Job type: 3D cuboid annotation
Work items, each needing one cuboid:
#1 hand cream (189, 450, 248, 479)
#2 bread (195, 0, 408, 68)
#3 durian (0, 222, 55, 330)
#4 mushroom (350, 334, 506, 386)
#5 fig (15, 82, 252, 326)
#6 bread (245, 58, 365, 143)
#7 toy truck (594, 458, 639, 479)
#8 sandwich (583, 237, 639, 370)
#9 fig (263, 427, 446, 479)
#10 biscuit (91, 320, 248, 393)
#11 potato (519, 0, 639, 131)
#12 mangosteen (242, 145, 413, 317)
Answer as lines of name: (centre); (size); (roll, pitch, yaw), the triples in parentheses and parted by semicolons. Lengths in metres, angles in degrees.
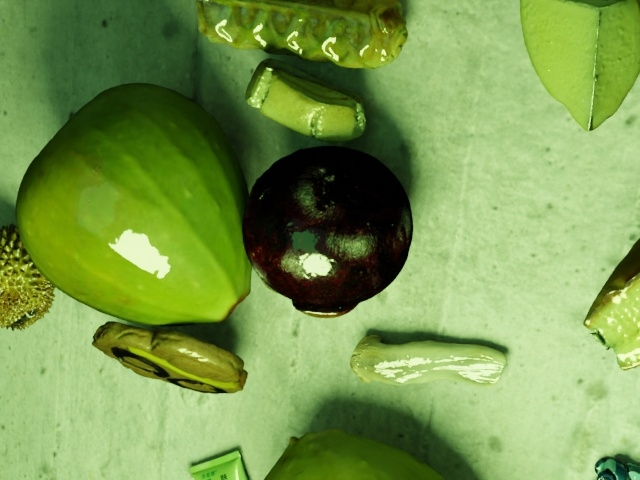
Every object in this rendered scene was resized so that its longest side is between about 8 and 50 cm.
hand cream: (-0.121, 0.395, 1.622); (0.095, 0.046, 0.175); (-24, 90, 30)
bread: (-0.020, -0.272, 1.386); (0.270, 0.098, 0.087); (14, 150, 22)
durian: (-0.456, 0.052, 1.646); (0.168, 0.137, 0.158); (49, 138, 16)
mushroom: (0.139, 0.155, 1.445); (0.202, 0.054, 0.059); (-1, 108, 20)
fig: (-0.213, -0.028, 1.428); (0.316, 0.316, 0.316); (6, 105, 23)
bread: (-0.016, -0.169, 1.392); (0.156, 0.117, 0.064); (29, 111, 16)
toy truck: (0.373, 0.310, 1.372); (0.090, 0.056, 0.073); (18, 104, 7)
sandwich: (0.407, 0.036, 1.245); (0.236, 0.128, 0.122); (-36, 92, 25)
fig: (0.052, 0.405, 1.405); (0.344, 0.343, 0.343); (6, 105, 23)
biscuit: (-0.206, 0.163, 1.507); (0.209, 0.041, 0.290); (25, 161, -21)
potato: (0.294, -0.218, 1.279); (0.120, 0.081, 0.149); (34, 137, 46)
mangosteen: (0.000, 0.000, 1.395); (0.211, 0.211, 0.250); (42, 146, 10)
